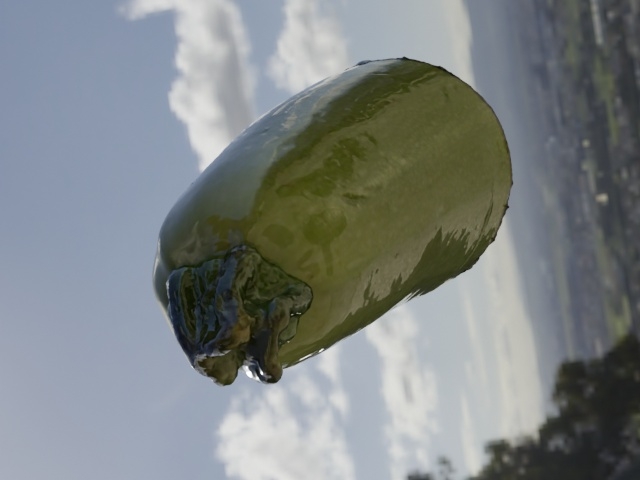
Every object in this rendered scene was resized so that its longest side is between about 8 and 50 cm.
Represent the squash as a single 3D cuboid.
[{"bbox_3d":[0.000,0.000,0.478,0.224,0.094,0.094,-41,-58,-69],"label":"squash"}]
